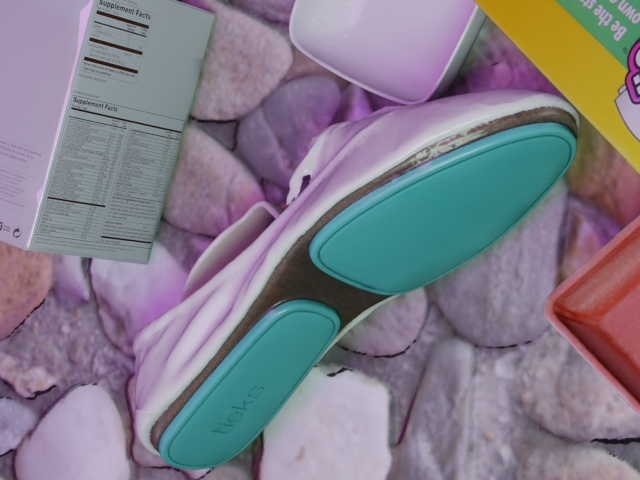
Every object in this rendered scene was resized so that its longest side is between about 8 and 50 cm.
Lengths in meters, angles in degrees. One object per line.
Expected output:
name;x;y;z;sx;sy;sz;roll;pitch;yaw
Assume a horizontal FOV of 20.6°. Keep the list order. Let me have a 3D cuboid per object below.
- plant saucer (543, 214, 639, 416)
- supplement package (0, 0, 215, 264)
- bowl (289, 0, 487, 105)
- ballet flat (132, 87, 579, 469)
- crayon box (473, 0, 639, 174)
plant saucer;0.309;0.049;1.028;0.259;0.048;0.258;-41;64;-2
supplement package;-0.219;-0.108;1.349;0.194;0.149;0.203;19;96;32
bowl;0.060;-0.174;1.240;0.142;0.053;0.142;31;102;30
ballet flat;0.000;0.000;1.228;0.400;0.139;0.139;-43;66;23
crayon box;0.279;-0.164;0.991;0.313;0.106;0.363;-51;39;15
